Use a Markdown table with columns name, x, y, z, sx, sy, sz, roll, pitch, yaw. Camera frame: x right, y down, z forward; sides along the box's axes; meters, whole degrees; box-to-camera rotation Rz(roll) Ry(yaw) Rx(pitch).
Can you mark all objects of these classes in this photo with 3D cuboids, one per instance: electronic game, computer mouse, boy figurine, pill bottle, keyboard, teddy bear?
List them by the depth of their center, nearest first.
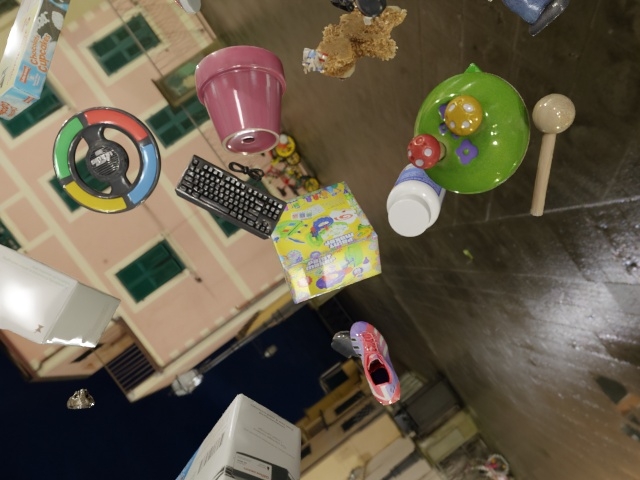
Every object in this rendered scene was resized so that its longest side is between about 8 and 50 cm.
| name | x | y | z | sx | sy | sz | roll | pitch | yaw |
| --- | --- | --- | --- | --- | --- | --- | --- | --- | --- |
| boy figurine | 0.297 | -0.484 | 0.897 | 0.285 | 0.177 | 0.092 | 41 | 155 | -7 |
| keyboard | -0.146 | -0.087 | 0.914 | 0.180 | 0.108 | 0.023 | 28 | 170 | -10 |
| electronic game | -0.458 | -0.170 | 1.140 | 0.229 | 0.229 | 0.048 | 54 | -174 | -9 |
| computer mouse | 0.071 | -0.531 | 1.187 | 0.071 | 0.041 | 0.242 | 44 | 180 | -31 |
| teddy bear | 0.106 | -0.564 | 1.498 | 0.245 | 0.338 | 0.113 | 10 | 146 | 14 |
| pill bottle | 0.278 | -0.120 | 1.547 | 0.152 | 0.152 | 0.272 | 55 | -149 | -12 |

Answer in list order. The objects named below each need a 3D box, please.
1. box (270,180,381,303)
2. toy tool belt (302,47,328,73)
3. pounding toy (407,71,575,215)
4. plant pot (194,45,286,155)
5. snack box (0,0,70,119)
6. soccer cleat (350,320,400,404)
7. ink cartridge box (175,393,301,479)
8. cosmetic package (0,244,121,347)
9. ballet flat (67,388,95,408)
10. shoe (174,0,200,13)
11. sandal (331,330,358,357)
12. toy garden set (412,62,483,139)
| name | x | y | z | sx | sy | sz | roll | pitch | yaw |
| --- | --- | --- | --- | --- | --- | --- | --- | --- | --- |
| box | 0.000 | 0.000 | 1.662 | 0.177 | 0.290 | 0.279 | 77 | 172 | -45 |
| toy tool belt | -0.012 | -0.375 | 1.127 | 0.052 | 0.051 | 0.083 | 8 | -161 | -29 |
| pounding toy | 0.215 | -0.145 | 0.760 | 0.237 | 0.110 | 0.182 | 27 | 116 | 36 |
| plant pot | -0.167 | -0.297 | 1.181 | 0.201 | 0.201 | 0.180 | 75 | -176 | -76 |
| snack box | -0.655 | -0.447 | 1.203 | 0.187 | 0.321 | 0.060 | -8 | 158 | 42 |
| soccer cleat | 0.128 | 0.280 | 1.287 | 0.248 | 0.083 | 0.095 | -110 | -2 | -47 |
| ink cartridge box | -0.177 | 0.519 | 0.947 | 0.166 | 0.285 | 0.395 | 33 | -167 | -10 |
| cosmetic package | -0.636 | 0.149 | 1.258 | 0.197 | 0.155 | 0.365 | 26 | 165 | -1 |
| ballet flat | -0.772 | 0.511 | 1.711 | 0.250 | 0.084 | 0.058 | 147 | 119 | -62 |
| shoe | -0.256 | -0.428 | 0.816 | 0.178 | 0.081 | 0.063 | 64 | -150 | -53 |
| sandal | 0.080 | 0.289 | 1.524 | 0.097 | 0.054 | 0.254 | 35 | 164 | -1 |
| toy garden set | 0.362 | -0.269 | 1.305 | 0.049 | 0.244 | 0.203 | 0 | -129 | -39 |
